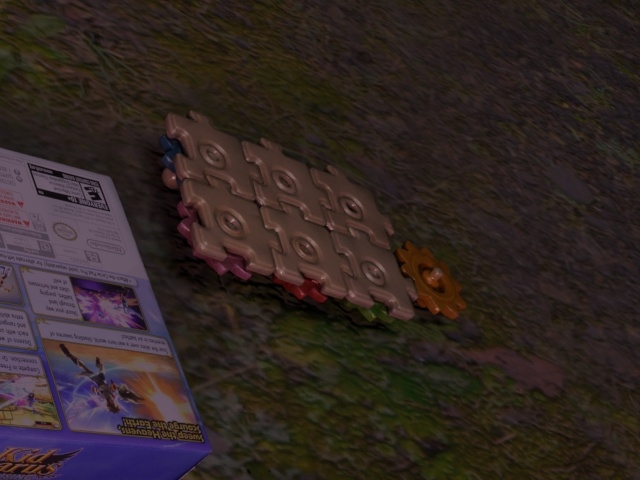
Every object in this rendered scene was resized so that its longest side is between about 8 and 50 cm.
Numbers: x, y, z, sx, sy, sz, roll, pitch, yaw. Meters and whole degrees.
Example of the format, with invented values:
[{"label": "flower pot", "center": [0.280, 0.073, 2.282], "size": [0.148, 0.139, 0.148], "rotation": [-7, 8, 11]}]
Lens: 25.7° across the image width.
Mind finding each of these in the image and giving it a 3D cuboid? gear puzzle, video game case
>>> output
[{"label": "gear puzzle", "center": [0.000, 0.000, 1.244], "size": [0.339, 0.044, 0.175], "rotation": [19, 38, -37]}, {"label": "video game case", "center": [-0.219, 0.041, 0.913], "size": [0.269, 0.061, 0.244], "rotation": [15, 42, -47]}]
